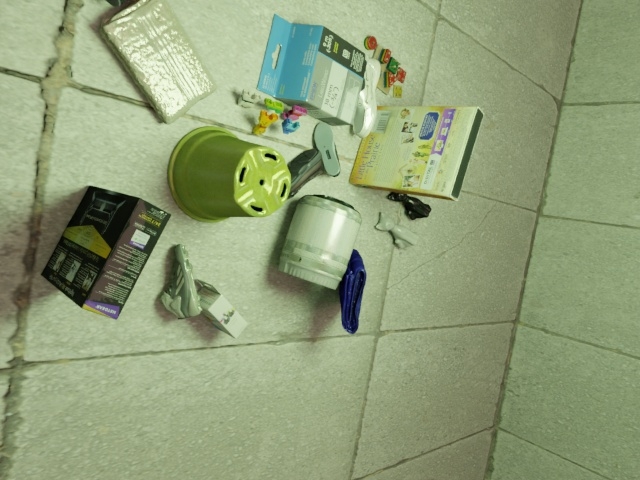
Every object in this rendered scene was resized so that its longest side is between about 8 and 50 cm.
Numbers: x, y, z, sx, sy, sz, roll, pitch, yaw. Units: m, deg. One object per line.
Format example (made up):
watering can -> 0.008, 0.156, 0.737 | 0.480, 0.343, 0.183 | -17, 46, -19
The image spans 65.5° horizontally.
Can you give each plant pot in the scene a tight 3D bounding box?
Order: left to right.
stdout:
plant pot -> -0.225, -0.167, 1.339 | 0.276, 0.254, 0.275 | -11, 107, -42

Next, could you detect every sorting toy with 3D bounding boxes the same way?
sorting toy -> 0.245, -0.621, 1.826 | 0.275, 0.046, 0.132 | 24, 83, -45

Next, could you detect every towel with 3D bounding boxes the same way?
towel -> -0.400, -0.454, 1.249 | 0.187, 0.049, 0.282 | -47, 129, -24
towel -> 0.099, 0.164, 1.733 | 0.076, 0.308, 0.227 | 9, 102, -2

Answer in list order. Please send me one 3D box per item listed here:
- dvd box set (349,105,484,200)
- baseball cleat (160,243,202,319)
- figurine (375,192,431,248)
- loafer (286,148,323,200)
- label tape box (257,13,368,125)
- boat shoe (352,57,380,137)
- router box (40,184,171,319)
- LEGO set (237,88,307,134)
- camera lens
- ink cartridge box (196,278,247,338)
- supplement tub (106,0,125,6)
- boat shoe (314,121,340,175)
dvd box set -> 0.313, -0.308, 1.703 | 0.062, 0.421, 0.307 | 22, 83, -47
baseball cleat -> -0.395, 0.117, 1.371 | 0.110, 0.072, 0.205 | -15, 89, -5
figurine -> 0.324, -0.098, 2.008 | 0.209, 0.092, 0.214 | 31, 79, -35
loafer -> -0.089, -0.176, 1.575 | 0.302, 0.109, 0.095 | -46, 132, -30
label tape box -> -0.013, -0.527, 1.560 | 0.334, 0.106, 0.240 | 13, 90, -45
boat shoe -> 0.136, -0.497, 1.722 | 0.096, 0.098, 0.276 | 3, 93, -38
router box -> -0.481, 0.013, 1.097 | 0.081, 0.309, 0.242 | 33, 77, -42
LEGO set -> -0.152, -0.363, 1.491 | 0.227, 0.093, 0.086 | 8, 63, -40
camera lens -> 0.000, 0.000, 1.616 | 0.219, 0.219, 0.274 | 23, 84, -44
ink cartridge box -> -0.305, 0.199, 1.452 | 0.061, 0.104, 0.181 | -51, 129, -24
supplement tub -> -0.428, -0.629, 1.140 | 0.106, 0.106, 0.197 | 47, 68, -40
boat shoe -> 0.024, -0.302, 1.685 | 0.083, 0.065, 0.183 | 4, 73, -85
